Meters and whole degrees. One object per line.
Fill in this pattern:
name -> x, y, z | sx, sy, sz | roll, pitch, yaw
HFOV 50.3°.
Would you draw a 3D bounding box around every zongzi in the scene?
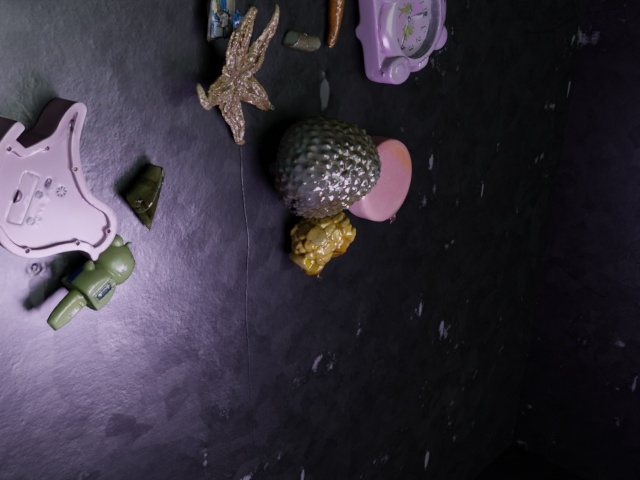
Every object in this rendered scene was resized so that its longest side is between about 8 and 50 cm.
zongzi -> -0.349, -0.091, 1.418 | 0.104, 0.052, 0.113 | -58, 154, -24

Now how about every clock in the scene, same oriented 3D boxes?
clock -> -0.480, -0.110, 1.222 | 0.275, 0.080, 0.290 | 17, 93, -52
clock -> 0.231, -0.601, 1.840 | 0.322, 0.113, 0.296 | -36, 130, -37

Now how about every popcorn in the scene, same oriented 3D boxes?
popcorn -> -0.005, -0.011, 1.795 | 0.194, 0.140, 0.163 | -44, 144, -15

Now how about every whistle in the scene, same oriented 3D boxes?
whistle -> -0.447, 0.083, 1.336 | 0.227, 0.085, 0.105 | -51, 150, -27

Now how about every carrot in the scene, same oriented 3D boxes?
carrot -> 0.035, -0.572, 1.676 | 0.047, 0.047, 0.191 | -17, 123, -45

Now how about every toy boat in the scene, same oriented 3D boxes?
toy boat -> -0.201, -0.513, 1.400 | 0.084, 0.066, 0.210 | -42, 136, -69

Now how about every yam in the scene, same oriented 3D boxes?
yam -> -0.043, -0.474, 1.620 | 0.094, 0.043, 0.043 | -3, 108, -51

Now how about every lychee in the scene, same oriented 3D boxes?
lychee -> 0.008, -0.174, 1.651 | 0.255, 0.274, 0.255 | 8, 90, -82

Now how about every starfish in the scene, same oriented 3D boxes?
starfish -> -0.171, -0.350, 1.489 | 0.299, 0.060, 0.302 | -57, 159, -26

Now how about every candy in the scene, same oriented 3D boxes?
candy -> 0.164, -0.171, 1.954 | 0.255, 0.094, 0.255 | -23, 122, -43
